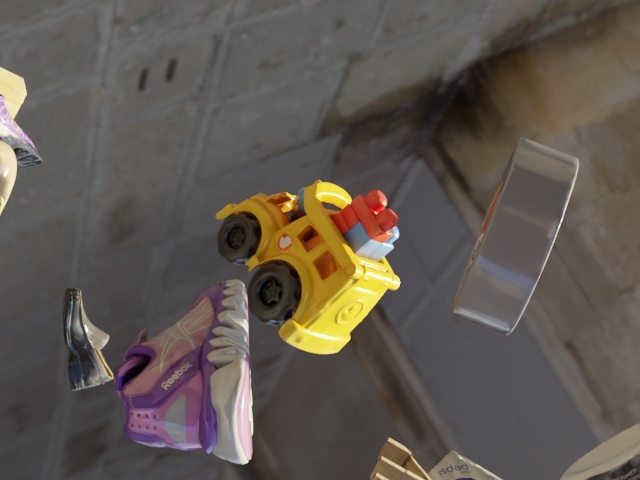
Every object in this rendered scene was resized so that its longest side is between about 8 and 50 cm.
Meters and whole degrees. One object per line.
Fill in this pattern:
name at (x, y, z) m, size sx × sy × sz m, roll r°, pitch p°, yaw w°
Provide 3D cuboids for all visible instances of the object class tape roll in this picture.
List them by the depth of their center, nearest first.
tape roll at (0.221, -0.005, 1.379) m, size 0.219 × 0.072 × 0.219 m, roll 22°, pitch 90°, yaw -86°

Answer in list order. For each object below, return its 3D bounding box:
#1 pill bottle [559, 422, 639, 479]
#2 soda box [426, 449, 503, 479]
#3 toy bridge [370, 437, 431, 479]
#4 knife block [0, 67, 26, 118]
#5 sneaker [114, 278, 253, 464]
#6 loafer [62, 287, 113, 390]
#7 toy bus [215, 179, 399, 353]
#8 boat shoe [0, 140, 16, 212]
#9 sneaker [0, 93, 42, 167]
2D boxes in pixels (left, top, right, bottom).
pill bottle at (0.329, 0.288, 1.070) m, size 0.130 × 0.246 × 0.130 m, roll -31°, pitch 174°, yaw -4°
soda box at (0.140, 0.378, 1.349) m, size 0.098 × 0.091 × 0.286 m, roll -33°, pitch 140°, yaw -41°
toy bridge at (0.082, 0.242, 1.208) m, size 0.026 × 0.063 × 0.188 m, roll -61°, pitch 175°, yaw 5°
knife block at (-0.514, -0.218, 1.588) m, size 0.088 × 0.276 × 0.242 m, roll -16°, pitch 123°, yaw 15°
sneaker at (-0.105, 0.096, 0.936) m, size 0.104 × 0.095 × 0.236 m, roll -4°, pitch -164°, yaw -2°
loafer at (-0.328, 0.135, 1.689) m, size 0.061 × 0.062 × 0.170 m, roll -6°, pitch 128°, yaw -9°
toy bus at (0.000, 0.000, 1.520) m, size 0.211 × 0.220 × 0.149 m, roll -44°, pitch 149°, yaw 20°
boat shoe at (-0.375, 0.054, 1.075) m, size 0.341 × 0.121 × 0.110 m, roll -53°, pitch 163°, yaw 20°
sneaker at (-0.378, -0.138, 1.419) m, size 0.068 × 0.071 × 0.170 m, roll -6°, pitch 155°, yaw 10°
